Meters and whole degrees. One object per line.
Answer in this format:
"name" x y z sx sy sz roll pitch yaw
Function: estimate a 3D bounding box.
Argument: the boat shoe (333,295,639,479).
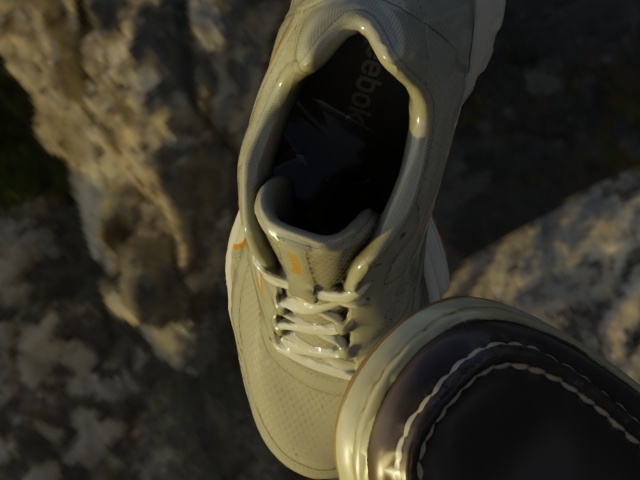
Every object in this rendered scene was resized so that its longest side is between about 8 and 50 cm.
"boat shoe" 0.117 0.128 0.525 0.103 0.285 0.092 -44 22 -14

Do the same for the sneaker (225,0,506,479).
"sneaker" 0.000 0.000 0.705 0.099 0.262 0.121 14 33 11
